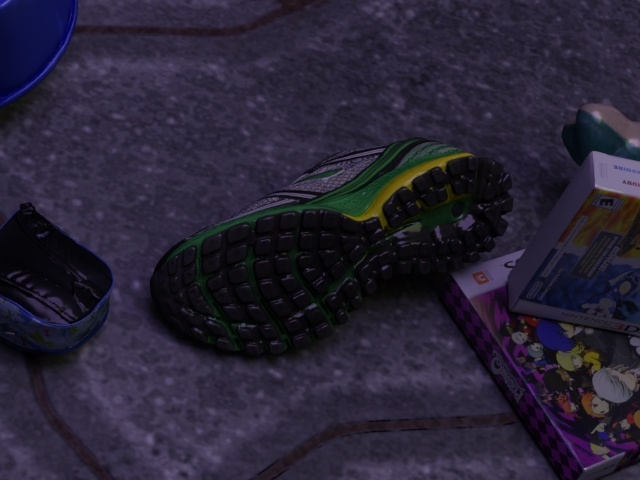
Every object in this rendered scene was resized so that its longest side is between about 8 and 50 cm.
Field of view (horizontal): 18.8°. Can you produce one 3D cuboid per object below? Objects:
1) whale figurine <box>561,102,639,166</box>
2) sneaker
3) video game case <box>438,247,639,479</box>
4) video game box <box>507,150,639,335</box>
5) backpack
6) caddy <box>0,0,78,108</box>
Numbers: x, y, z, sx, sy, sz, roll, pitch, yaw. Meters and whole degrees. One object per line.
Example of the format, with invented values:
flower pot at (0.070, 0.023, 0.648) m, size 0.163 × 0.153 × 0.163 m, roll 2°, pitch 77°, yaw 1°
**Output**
whale figurine at (0.345, -0.027, 1.857) m, size 0.272 × 0.216 × 0.141 m, roll 31°, pitch 82°, yaw -1°
sneaker at (0.000, 0.000, 1.766) m, size 0.343 × 0.134 × 0.146 m, roll -19°, pitch 25°, yaw -23°
video game case at (0.256, 0.101, 1.808) m, size 0.210 × 0.042 × 0.232 m, roll -16°, pitch 60°, yaw -30°
video game box at (0.290, 0.012, 1.727) m, size 0.187 × 0.205 × 0.048 m, roll 9°, pitch 54°, yaw -13°
backpack at (-0.238, 0.044, 1.649) m, size 0.114 × 0.084 × 0.105 m, roll 30°, pitch 50°, yaw 12°
caddy at (-0.353, -0.277, 1.796) m, size 0.241 × 0.179 × 0.341 m, roll -6°, pitch 65°, yaw 0°
